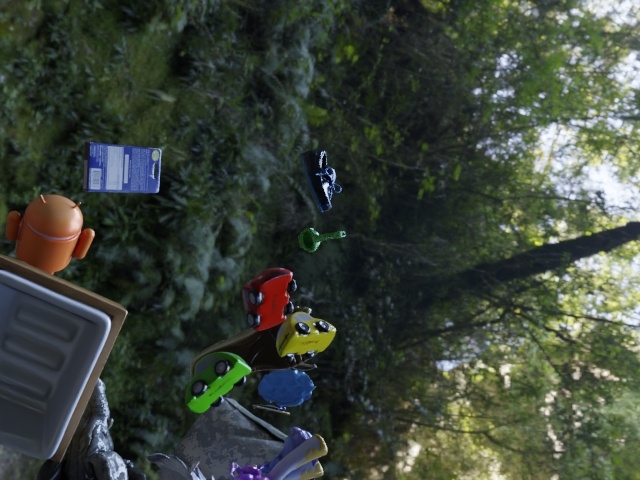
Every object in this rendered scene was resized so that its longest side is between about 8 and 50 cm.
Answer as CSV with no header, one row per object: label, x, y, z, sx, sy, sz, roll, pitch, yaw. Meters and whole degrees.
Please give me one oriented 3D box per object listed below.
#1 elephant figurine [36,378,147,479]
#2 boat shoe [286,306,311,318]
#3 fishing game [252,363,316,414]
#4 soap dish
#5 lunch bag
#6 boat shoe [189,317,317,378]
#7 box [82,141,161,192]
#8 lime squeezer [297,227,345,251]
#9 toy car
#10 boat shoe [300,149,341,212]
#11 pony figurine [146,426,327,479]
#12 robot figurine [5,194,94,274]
elephant figurine,-0.414,0.398,1.102,0.186,0.169,0.239,37,-38,40
boat shoe,-0.083,0.198,1.571,0.153,0.048,0.056,-32,-163,47
fishing game,-0.113,0.482,2.064,0.041,0.189,0.264,-95,-158,-53
soap dish,-0.466,0.184,1.002,0.291,0.229,0.118,-63,-171,11
lunch bag,-0.183,0.532,1.432,0.305,0.212,0.256,22,-95,37
boat shoe,-0.135,0.233,1.346,0.098,0.302,0.109,-169,-118,-71
box,-0.566,-0.205,1.786,0.036,0.225,0.136,12,-80,44
lime squeezer,0.000,0.000,1.474,0.310,0.110,0.059,2,94,-87
toy car,-0.102,0.146,0.865,0.225,0.239,0.053,-40,-125,-4
boat shoe,0.002,-0.190,1.807,0.109,0.089,0.258,73,1,-50
pony figurine,-0.135,0.515,1.163,0.303,0.363,0.351,-19,-83,63
robot figurine,-0.626,-0.015,1.444,0.219,0.158,0.128,-58,173,32
